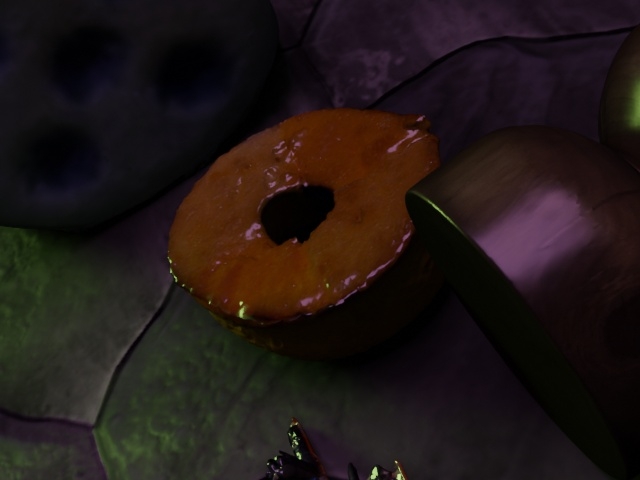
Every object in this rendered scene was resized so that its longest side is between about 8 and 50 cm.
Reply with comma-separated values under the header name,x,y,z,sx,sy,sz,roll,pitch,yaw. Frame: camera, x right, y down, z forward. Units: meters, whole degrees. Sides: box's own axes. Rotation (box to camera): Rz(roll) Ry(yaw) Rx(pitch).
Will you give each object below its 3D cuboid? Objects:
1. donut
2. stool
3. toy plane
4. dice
name,x,y,z,sx,sy,sz,roll,pitch,yaw
donut,0.001,-0.001,0.873,0.190,0.074,0.174,1,53,36
stool,0.199,-0.029,0.705,0.264,0.179,0.179,-36,43,-3
toy plane,-0.005,0.148,0.747,0.135,0.062,0.188,-52,37,17
dice,-0.204,-0.191,1.024,0.265,0.262,0.268,-32,42,0
